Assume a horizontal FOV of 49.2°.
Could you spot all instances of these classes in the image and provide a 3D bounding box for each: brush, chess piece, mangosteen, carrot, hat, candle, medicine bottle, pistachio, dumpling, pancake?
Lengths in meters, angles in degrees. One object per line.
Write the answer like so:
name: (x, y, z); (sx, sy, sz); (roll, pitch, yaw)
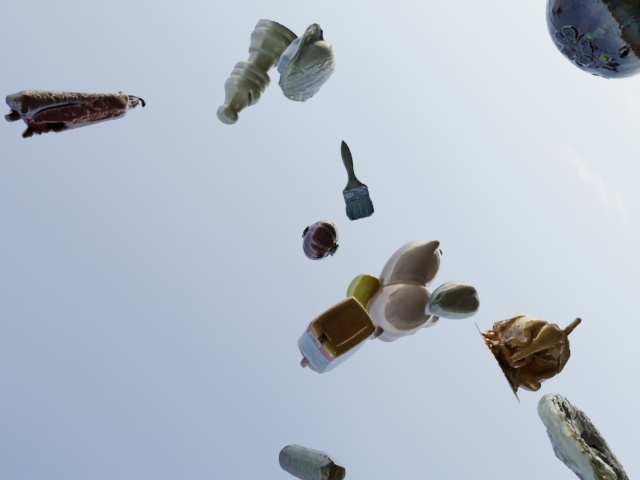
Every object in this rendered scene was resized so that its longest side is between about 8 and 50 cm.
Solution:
brush: (0.075, -0.146, 1.664); (0.021, 0.070, 0.197); (41, -144, -83)
chess piece: (-0.192, -0.448, 1.906); (0.138, 0.124, 0.307); (30, -104, 2)
mangosteen: (0.528, -0.403, 1.177); (0.289, 0.231, 0.232); (-27, -83, -6)
carrot: (-0.019, 0.536, 1.665); (0.082, 0.173, 0.082); (-4, -83, -42)
hat: (0.527, 0.239, 1.702); (0.244, 0.233, 0.234); (54, -170, -42)
candle: (-0.414, -0.232, 1.215); (0.059, 0.084, 0.301); (45, -147, 12)
medicine bottle: (0.029, 0.247, 1.727); (0.149, 0.222, 0.112); (-29, -106, -27)
pistachio: (0.369, 0.167, 1.934); (0.185, 0.126, 0.108); (9, -137, -44)
dumpling: (-0.040, -0.367, 1.471); (0.150, 0.176, 0.092); (-31, -96, -35)
pancake: (0.496, 0.425, 1.202); (0.387, 0.082, 0.387); (49, -169, -13)

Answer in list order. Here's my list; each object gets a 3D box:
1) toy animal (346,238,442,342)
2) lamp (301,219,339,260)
toy animal: (0.278, 0.187, 2.135); (0.247, 0.345, 0.278); (52, 177, 46)
lamp: (0.000, 0.000, 1.625); (0.090, 0.101, 0.101); (31, -134, 10)
